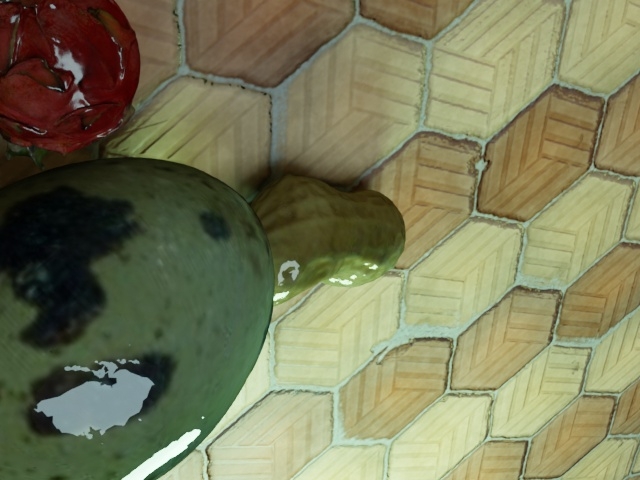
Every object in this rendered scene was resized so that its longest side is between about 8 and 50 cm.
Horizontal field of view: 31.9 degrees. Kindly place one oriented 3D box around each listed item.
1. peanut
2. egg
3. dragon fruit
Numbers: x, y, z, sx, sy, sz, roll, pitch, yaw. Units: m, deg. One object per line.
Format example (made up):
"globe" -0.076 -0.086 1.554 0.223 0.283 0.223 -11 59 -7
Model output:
"peanut" -0.003 -0.009 1.428 0.291 0.143 0.159 -11 98 -46
"egg" -0.239 0.091 1.181 0.428 0.345 0.345 -29 137 -21
"dragon fruit" -0.257 -0.169 1.080 0.172 0.172 0.209 -21 149 -22
